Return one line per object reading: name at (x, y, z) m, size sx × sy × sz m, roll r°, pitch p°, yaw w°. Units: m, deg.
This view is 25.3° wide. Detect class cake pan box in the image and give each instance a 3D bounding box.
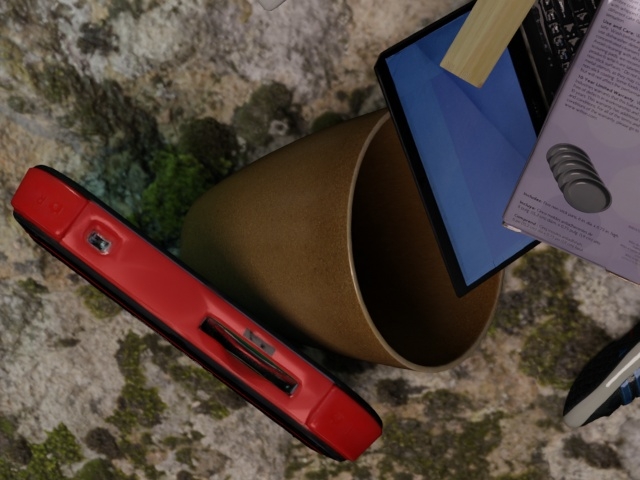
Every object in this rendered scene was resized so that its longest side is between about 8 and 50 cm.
cake pan box at (0.308, -0.069, 1.114) m, size 0.267 × 0.070 × 0.246 m, roll 23°, pitch 125°, yaw 7°

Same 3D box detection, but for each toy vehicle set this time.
toy vehicle set at (0.181, -0.250, 1.022) m, size 0.035 × 0.166 × 0.267 m, roll 31°, pitch 125°, yaw 1°

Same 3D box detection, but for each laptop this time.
laptop at (0.217, -0.104, 1.210) m, size 0.264 × 0.136 × 0.234 m, roll -11°, pitch 114°, yaw 24°

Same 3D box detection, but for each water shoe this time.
water shoe at (0.311, 0.126, 1.341) m, size 0.080 × 0.073 × 0.203 m, roll 37°, pitch 124°, yaw -6°

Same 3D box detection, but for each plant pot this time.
plant pot at (0.000, 0.000, 1.309) m, size 0.254 × 0.237 × 0.237 m, roll -2°, pitch 118°, yaw 39°

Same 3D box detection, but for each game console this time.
game console at (-0.122, 0.076, 1.356) m, size 0.386 × 0.342 × 0.060 m, roll 38°, pitch 82°, yaw -2°

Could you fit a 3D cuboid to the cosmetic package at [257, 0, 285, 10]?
cosmetic package at (0.003, -0.445, 0.985) m, size 0.329 × 0.327 × 0.394 m, roll -31°, pitch 105°, yaw 30°
